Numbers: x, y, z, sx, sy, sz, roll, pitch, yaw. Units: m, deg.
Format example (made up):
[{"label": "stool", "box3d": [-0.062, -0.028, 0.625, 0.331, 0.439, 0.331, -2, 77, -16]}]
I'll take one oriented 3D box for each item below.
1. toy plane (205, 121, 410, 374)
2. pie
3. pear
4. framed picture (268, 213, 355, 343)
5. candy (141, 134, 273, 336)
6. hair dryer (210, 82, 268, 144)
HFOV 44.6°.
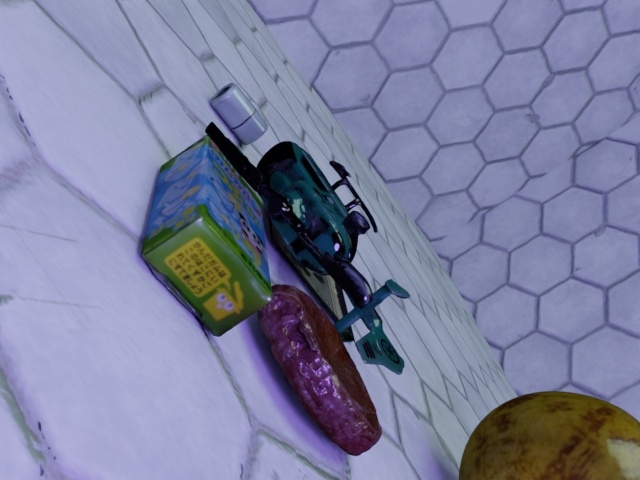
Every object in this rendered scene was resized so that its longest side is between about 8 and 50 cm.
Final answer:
[{"label": "toy plane", "box3d": [0.000, 0.000, 0.928, 0.155, 0.106, 0.381, 18, 37, -57]}, {"label": "pie", "box3d": [-0.002, 0.119, 0.741, 0.182, 0.050, 0.182, 57, 5, -8]}, {"label": "pear", "box3d": [0.318, 0.322, 1.006, 0.280, 0.281, 0.280, 54, 11, -15]}, {"label": "framed picture", "box3d": [-0.018, 0.024, 1.064, 0.195, 0.010, 0.199, 52, 12, -25]}, {"label": "candy", "box3d": [-0.096, -0.012, 0.678, 0.097, 0.062, 0.194, 51, 11, -25]}, {"label": "hair dryer", "box3d": [-0.125, -0.200, 1.160, 0.082, 0.047, 0.137, 51, 6, -25]}]
